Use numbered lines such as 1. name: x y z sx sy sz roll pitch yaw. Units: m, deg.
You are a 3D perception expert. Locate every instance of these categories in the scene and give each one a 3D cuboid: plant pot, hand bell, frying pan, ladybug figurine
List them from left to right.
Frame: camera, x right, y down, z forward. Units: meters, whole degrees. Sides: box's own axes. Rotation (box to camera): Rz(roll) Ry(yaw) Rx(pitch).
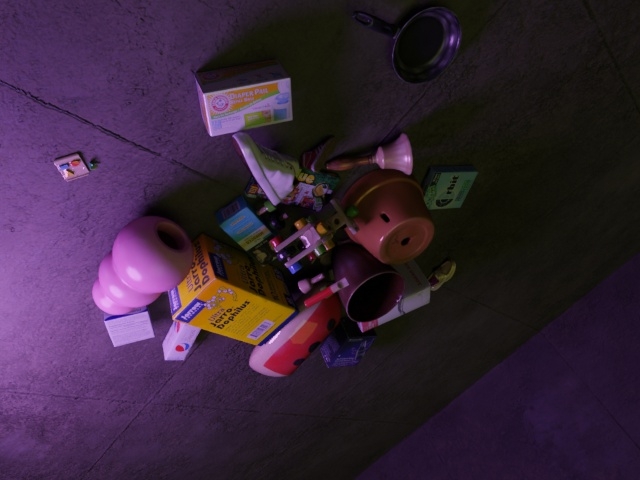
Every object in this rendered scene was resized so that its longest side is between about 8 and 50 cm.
1. ladybug figurine: -0.073 0.325 1.707 0.449 0.162 0.305 -50 172 22
2. plant pot: 0.133 0.116 1.615 0.215 0.230 0.215 -16 132 -18
3. hand bell: 0.137 -0.235 1.413 0.242 0.126 0.126 -10 137 -3
4. plant pot: 0.229 -0.059 1.543 0.290 0.203 0.291 -16 138 -15
5. frying pan: 0.209 -0.489 1.219 0.326 0.053 0.197 -10 135 -17

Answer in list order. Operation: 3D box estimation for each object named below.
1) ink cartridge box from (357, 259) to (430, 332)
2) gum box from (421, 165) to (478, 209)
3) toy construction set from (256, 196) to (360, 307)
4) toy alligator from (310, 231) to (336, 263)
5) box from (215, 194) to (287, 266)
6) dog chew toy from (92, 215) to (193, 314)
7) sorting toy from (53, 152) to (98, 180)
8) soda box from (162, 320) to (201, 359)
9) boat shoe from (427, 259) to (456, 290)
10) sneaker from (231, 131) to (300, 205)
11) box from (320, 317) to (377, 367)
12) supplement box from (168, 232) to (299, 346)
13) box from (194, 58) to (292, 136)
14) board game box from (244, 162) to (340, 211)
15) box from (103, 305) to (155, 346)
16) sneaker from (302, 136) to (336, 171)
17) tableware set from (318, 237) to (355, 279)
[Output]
1. ink cartridge box: 0.236 0.182 1.781 0.283 0.207 0.117 -22 139 -7
2. gum box: 0.429 -0.180 1.652 0.184 0.041 0.157 -4 133 -24
3. toy construction set: 0.013 0.007 1.394 0.237 0.309 0.257 -30 154 17
4. toy alligator: 0.000 0.000 1.595 0.051 0.056 0.190 37 119 0
5. box: -0.203 -0.023 1.448 0.100 0.060 0.244 -34 138 6
6. dog chew toy: -0.497 0.084 1.302 0.332 0.207 0.206 -39 138 24
7. sorting toy: -0.571 -0.175 1.132 0.083 0.012 0.062 -20 137 -9
8. soda box: -0.464 0.311 1.627 0.069 0.074 0.216 11 126 -36
9. boat shoe: 0.494 0.147 1.996 0.059 0.063 0.170 3 130 -39
10. sneaker: -0.130 -0.205 1.231 0.123 0.106 0.290 -35 156 -1
11. box: 0.116 0.430 2.037 0.153 0.108 0.207 4 130 -31
12. supplement box: -0.271 0.163 1.494 0.195 0.194 0.356 -43 137 16
13. box: -0.177 -0.334 1.121 0.203 0.103 0.114 -16 137 -14
14. board game box: -0.079 -0.163 1.403 0.259 0.030 0.136 9 124 -35
15. box: -0.594 0.251 1.497 0.126 0.072 0.137 -12 137 -18
16. sneaker: -0.007 -0.248 1.355 0.118 0.067 0.042 -56 138 -15
17. tableware set: 0.074 0.066 1.718 0.141 0.020 0.169 -32 135 -4
